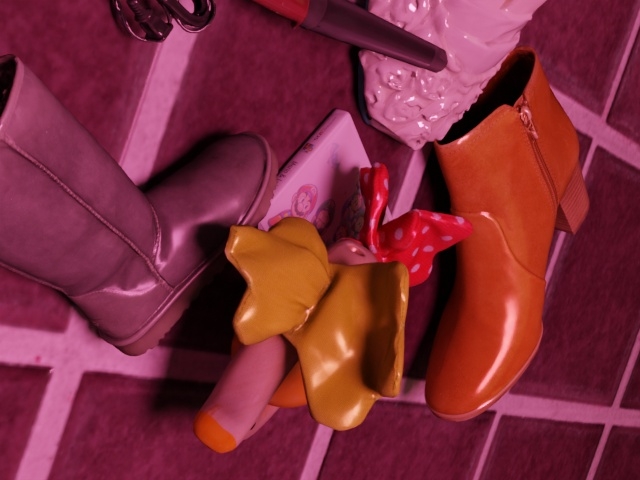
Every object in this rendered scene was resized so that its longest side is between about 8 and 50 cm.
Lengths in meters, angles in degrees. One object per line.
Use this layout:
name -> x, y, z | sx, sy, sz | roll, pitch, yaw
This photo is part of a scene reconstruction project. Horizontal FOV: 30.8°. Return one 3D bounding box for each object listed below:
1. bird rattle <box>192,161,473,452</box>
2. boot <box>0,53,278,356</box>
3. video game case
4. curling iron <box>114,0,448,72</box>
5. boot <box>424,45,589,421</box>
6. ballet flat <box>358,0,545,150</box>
bird rattle -> -0.010, 0.047, 0.822 | 0.207, 0.143, 0.253 | -53, -179, 20
boot -> -0.131, -0.043, 0.708 | 0.190, 0.076, 0.208 | -58, 134, -18
video game case -> 0.000, 0.000, 0.918 | 0.143, 0.019, 0.157 | -50, 138, -23
curling iron -> -0.020, -0.146, 0.772 | 0.274, 0.035, 0.068 | 6, 94, -40
boot -> 0.139, -0.010, 1.031 | 0.295, 0.104, 0.211 | -58, 136, -22
ballet flat -> 0.127, -0.255, 0.862 | 0.147, 0.147, 0.409 | -7, 113, -49
